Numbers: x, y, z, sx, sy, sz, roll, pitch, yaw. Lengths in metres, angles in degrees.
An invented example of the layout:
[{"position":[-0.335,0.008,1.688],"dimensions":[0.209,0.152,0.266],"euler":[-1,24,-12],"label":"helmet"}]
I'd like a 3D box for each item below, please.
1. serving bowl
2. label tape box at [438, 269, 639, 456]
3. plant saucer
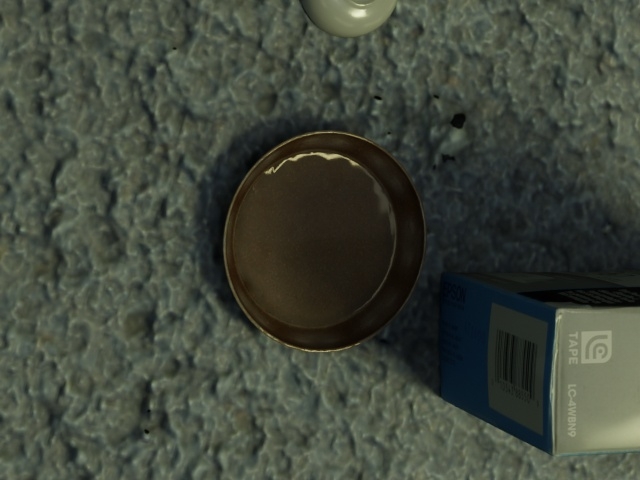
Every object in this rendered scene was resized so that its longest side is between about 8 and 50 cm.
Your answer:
[{"position":[0.026,-0.195,1.423],"dimensions":[0.083,0.027,0.083],"euler":[-2,96,-24],"label":"serving bowl"},{"position":[0.290,0.082,1.424],"dimensions":[0.347,0.249,0.115],"euler":[-3,95,-14],"label":"label tape box"},{"position":[0.000,0.000,1.433],"dimensions":[0.168,0.029,0.168],"euler":[-3,97,-25],"label":"plant saucer"}]
